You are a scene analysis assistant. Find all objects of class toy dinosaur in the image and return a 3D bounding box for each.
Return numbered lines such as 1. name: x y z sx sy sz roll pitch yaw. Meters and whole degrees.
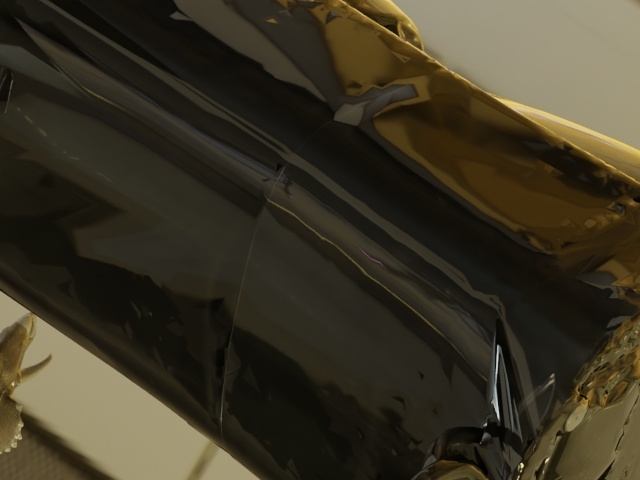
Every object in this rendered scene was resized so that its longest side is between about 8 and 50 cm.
1. toy dinosaur: -0.343 0.149 1.445 0.314 0.160 0.121 -21 -107 -11

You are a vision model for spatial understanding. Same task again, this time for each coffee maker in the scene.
1. coffee maker: 0.000 0.000 0.441 0.178 0.120 0.171 33 -164 28
